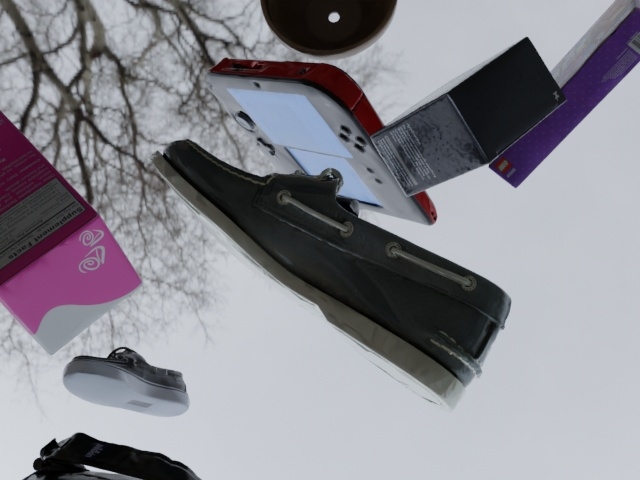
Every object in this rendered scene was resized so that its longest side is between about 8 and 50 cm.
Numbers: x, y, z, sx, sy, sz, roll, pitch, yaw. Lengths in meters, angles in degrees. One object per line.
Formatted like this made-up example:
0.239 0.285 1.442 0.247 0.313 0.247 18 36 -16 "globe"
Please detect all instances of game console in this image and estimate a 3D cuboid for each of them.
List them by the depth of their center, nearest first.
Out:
-0.009 -0.167 1.425 0.060 0.342 0.387 -49 -143 -18 "game console"

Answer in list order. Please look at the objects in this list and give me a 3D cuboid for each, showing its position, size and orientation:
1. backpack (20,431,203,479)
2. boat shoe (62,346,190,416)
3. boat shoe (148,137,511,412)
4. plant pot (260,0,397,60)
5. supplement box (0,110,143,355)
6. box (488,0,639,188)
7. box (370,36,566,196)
-0.252 0.374 0.991 0.264 0.213 0.276 -1 -171 1 "backpack"
-0.272 0.191 1.190 0.080 0.228 0.076 -28 -125 27 "boat shoe"
0.000 0.000 0.644 0.319 0.116 0.099 36 -99 25 "boat shoe"
0.020 -0.415 1.471 0.238 0.110 0.237 -2 -103 7 "plant pot"
-0.284 -0.014 0.790 0.114 0.111 0.220 -38 -126 -15 "supplement box"
0.369 -0.227 1.217 0.057 0.293 0.201 39 -149 -2 "box"
0.171 -0.143 0.982 0.156 0.158 0.093 -37 -82 -31 "box"
